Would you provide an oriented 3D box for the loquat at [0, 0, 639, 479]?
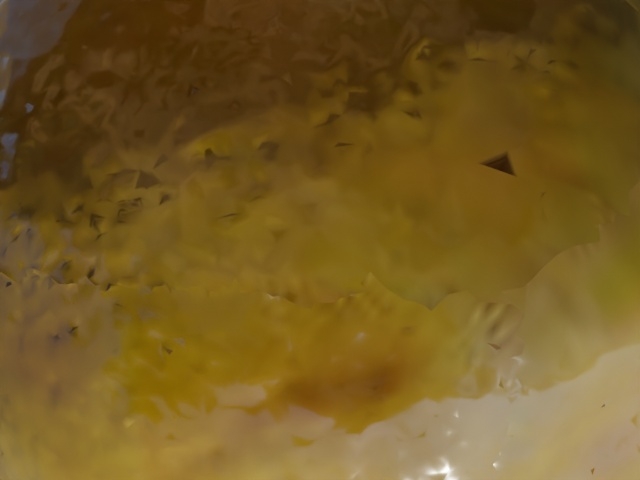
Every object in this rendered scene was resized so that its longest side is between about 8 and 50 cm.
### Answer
[{"bbox_3d":[0.000,0.000,0.562,0.275,0.275,0.275,24,-163,-8],"label":"loquat"}]
